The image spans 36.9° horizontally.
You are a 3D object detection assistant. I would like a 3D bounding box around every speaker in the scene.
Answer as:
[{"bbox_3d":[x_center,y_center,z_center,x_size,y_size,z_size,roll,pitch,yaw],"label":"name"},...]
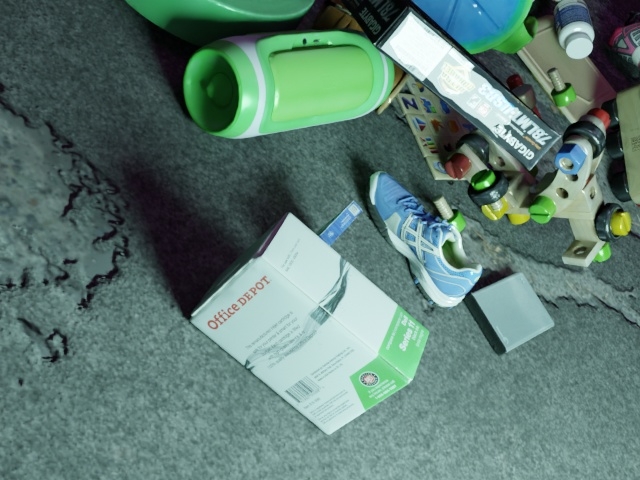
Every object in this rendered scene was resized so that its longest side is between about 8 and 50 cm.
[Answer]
[{"bbox_3d":[-0.035,-0.211,1.261,0.297,0.131,0.131,-17,72,-46],"label":"speaker"}]

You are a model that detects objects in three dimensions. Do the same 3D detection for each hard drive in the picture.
[{"bbox_3d":[0.269,0.103,1.365,0.135,0.022,0.094,-18,73,-46],"label":"hard drive"}]

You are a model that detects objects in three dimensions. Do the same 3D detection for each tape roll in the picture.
[{"bbox_3d":[-0.157,-0.395,1.307,0.321,0.077,0.321,22,44,-23],"label":"tape roll"}]

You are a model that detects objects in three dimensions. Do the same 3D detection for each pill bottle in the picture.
[{"bbox_3d":[0.488,-0.406,1.841,0.067,0.067,0.120,25,44,-25],"label":"pill bottle"}]

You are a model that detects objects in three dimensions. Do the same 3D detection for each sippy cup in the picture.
[{"bbox_3d":[0.243,-0.467,1.634,0.224,0.240,0.305,-76,159,-54],"label":"sippy cup"}]

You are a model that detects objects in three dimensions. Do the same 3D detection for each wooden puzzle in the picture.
[{"bbox_3d":[0.463,-0.325,1.840,0.238,0.044,0.221,50,42,8],"label":"wooden puzzle"}]

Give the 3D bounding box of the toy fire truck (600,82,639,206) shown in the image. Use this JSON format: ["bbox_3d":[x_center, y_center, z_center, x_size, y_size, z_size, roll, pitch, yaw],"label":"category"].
[{"bbox_3d":[0.640,-0.164,1.802,0.246,0.158,0.217,6,73,-38],"label":"toy fire truck"}]

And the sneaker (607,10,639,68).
[{"bbox_3d":[0.723,-0.465,2.110,0.112,0.120,0.299,33,34,13],"label":"sneaker"}]

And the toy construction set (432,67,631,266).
[{"bbox_3d":[0.348,-0.092,1.461,0.237,0.258,0.308,55,32,-27],"label":"toy construction set"}]

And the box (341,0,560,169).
[{"bbox_3d":[0.163,-0.255,1.331,0.293,0.073,0.295,35,17,-28],"label":"box"}]

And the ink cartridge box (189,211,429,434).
[{"bbox_3d":[-0.013,0.092,1.034,0.208,0.153,0.087,41,41,-10],"label":"ink cartridge box"}]

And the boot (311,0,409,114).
[{"bbox_3d":[0.053,-0.279,1.431,0.152,0.073,0.197,33,32,-19],"label":"boot"}]

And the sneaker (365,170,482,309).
[{"bbox_3d":[0.142,-0.013,1.297,0.080,0.081,0.211,-29,79,-46],"label":"sneaker"}]

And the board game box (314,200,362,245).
[{"bbox_3d":[0.000,0.000,1.160,0.020,0.090,0.090,48,42,-4],"label":"board game box"}]

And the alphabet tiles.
[{"bbox_3d":[0.204,-0.198,1.545,0.198,0.009,0.237,-3,62,-41],"label":"alphabet tiles"}]

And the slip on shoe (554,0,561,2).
[{"bbox_3d":[0.473,-0.553,1.919,0.101,0.123,0.331,33,21,-1],"label":"slip on shoe"}]
